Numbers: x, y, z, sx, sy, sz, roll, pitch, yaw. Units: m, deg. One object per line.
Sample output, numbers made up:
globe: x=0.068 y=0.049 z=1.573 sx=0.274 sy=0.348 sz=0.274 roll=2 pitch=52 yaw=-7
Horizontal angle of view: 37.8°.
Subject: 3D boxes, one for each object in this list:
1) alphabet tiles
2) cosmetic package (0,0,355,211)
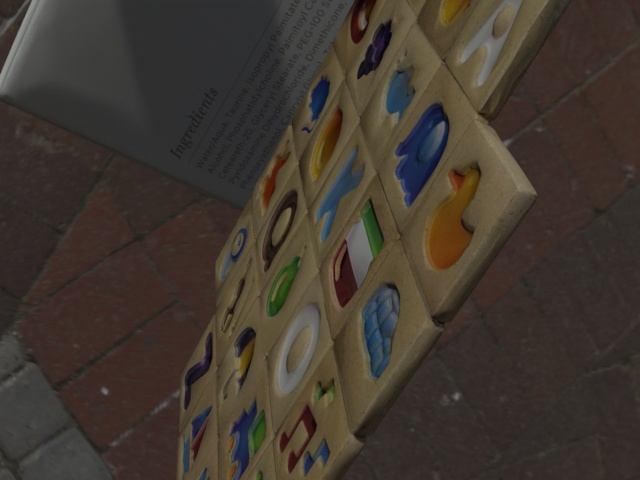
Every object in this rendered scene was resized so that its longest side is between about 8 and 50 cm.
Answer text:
alphabet tiles: x=0.000 y=0.000 z=0.467 sx=0.011 sy=0.285 sz=0.343 roll=22 pitch=116 yaw=-19
cosmetic package: x=-0.070 y=-0.260 z=0.991 sx=0.393 sy=0.327 sz=0.329 roll=24 pitch=31 yaw=-19
